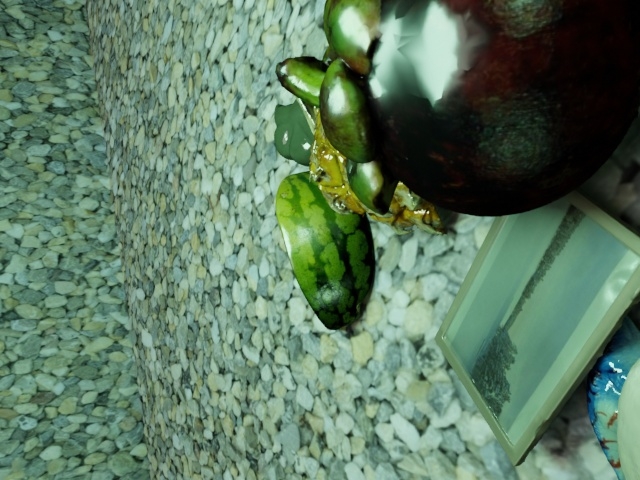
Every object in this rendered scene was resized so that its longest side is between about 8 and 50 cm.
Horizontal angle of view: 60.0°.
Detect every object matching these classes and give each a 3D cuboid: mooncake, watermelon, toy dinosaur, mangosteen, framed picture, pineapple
[{"bbox_3d":[-0.004,-0.203,0.925,0.175,0.104,0.168,-59,42,35],"label":"mooncake"},{"bbox_3d":[0.021,-0.010,0.929,0.129,0.159,0.303,-20,75,14],"label":"watermelon"},{"bbox_3d":[0.307,0.157,0.537,0.144,0.077,0.328,154,112,-63],"label":"toy dinosaur"},{"bbox_3d":[0.147,-0.166,0.542,0.311,0.311,0.310,7,99,54],"label":"mangosteen"},{"bbox_3d":[0.233,0.076,0.633,0.213,0.016,0.289,-115,38,-53],"label":"framed picture"},{"bbox_3d":[0.039,-0.146,0.751,0.159,0.161,0.334,-18,81,13],"label":"pineapple"}]

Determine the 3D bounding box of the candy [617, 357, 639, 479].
[{"bbox_3d":[0.333,0.159,0.350,0.296,0.185,0.295,18,127,26],"label":"candy"}]
